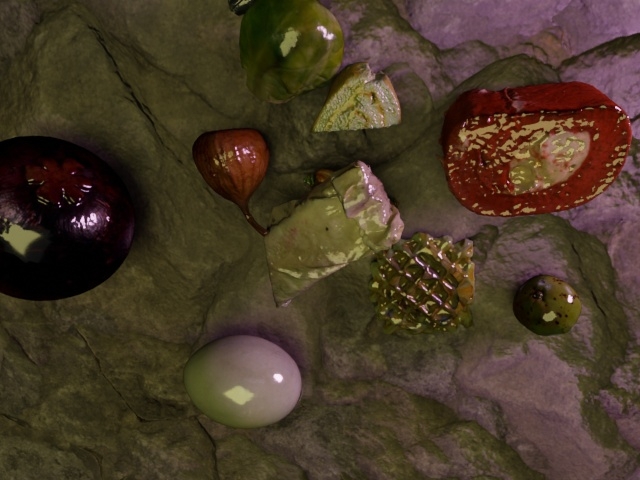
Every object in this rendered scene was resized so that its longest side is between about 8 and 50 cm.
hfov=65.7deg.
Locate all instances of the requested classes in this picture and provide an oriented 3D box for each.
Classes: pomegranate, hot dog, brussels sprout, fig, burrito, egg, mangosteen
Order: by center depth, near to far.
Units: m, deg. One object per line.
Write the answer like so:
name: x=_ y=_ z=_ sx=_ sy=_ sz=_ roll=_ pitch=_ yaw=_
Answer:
brussels sprout: x=-0.053 y=-0.312 z=0.800 sx=0.180 sy=0.161 sz=0.144 roll=-37 pitch=55 yaw=31
fig: x=-0.145 y=-0.107 z=0.900 sx=0.133 sy=0.146 sz=0.201 roll=-7 pitch=109 yaw=30
burrito: x=-0.008 y=-0.010 z=0.902 sx=0.347 sy=0.107 sz=0.175 roll=-34 pitch=93 yaw=38
pomegranate: x=0.421 y=0.128 z=0.910 sx=0.114 sy=0.114 sz=0.142 roll=-35 pitch=129 yaw=20
hot dog: x=0.059 y=-0.080 z=0.918 sx=0.188 sy=0.055 sz=0.072 roll=27 pitch=134 yaw=4
mangosteen: x=-0.518 y=-0.029 z=0.937 sx=0.307 sy=0.307 sz=0.347 roll=45 pitch=139 yaw=-8
egg: x=-0.162 y=0.290 z=1.028 sx=0.253 sy=0.186 sz=0.187 roll=11 pitch=112 yaw=5

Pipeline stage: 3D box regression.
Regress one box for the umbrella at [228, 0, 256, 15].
umbrella: x=-0.043 y=-0.421 z=0.811 sx=0.235 sy=0.059 sz=0.066 roll=-16 pitch=89 yaw=14

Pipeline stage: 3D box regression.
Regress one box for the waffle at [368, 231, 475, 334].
waffle: x=0.194 y=0.089 z=0.958 sx=0.204 sy=0.054 sz=0.223 roll=-2 pitch=111 yaw=12

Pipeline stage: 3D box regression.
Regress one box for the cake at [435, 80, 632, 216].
cake: x=0.329 y=-0.146 z=0.799 sx=0.283 sy=0.151 sz=0.177 roll=-3 pitch=122 yaw=12

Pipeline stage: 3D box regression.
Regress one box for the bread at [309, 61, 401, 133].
bread: x=0.054 y=-0.240 z=0.835 sx=0.156 sy=0.103 sz=0.110 roll=-6 pitch=116 yaw=5
